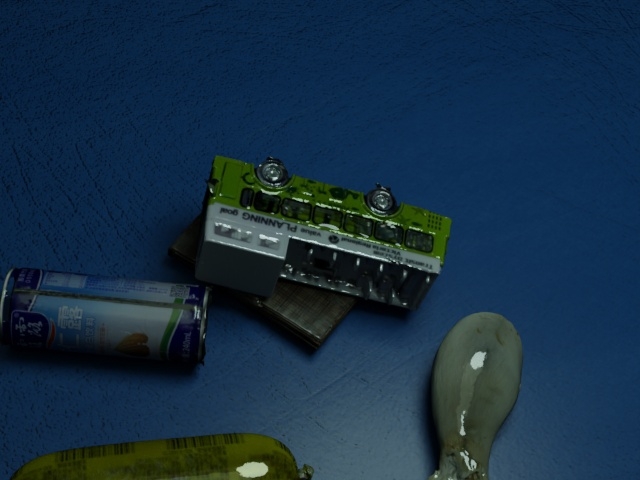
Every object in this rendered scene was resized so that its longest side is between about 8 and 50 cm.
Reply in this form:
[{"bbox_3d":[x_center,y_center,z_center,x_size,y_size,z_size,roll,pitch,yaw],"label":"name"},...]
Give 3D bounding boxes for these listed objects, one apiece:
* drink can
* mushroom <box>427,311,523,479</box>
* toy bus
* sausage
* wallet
[{"bbox_3d":[-0.247,0.088,1.276,0.235,0.097,0.097,6,57,-5],"label":"drink can"},{"bbox_3d":[0.176,0.192,1.267,0.116,0.093,0.225,30,51,-13],"label":"mushroom"},{"bbox_3d":[0.000,0.000,1.316,0.301,0.113,0.139,14,54,-6],"label":"toy bus"},{"bbox_3d":[-0.177,0.272,1.149,0.347,0.123,0.123,-4,58,-9],"label":"sausage"},{"bbox_3d":[-0.066,0.036,1.365,0.230,0.042,0.124,33,53,11],"label":"wallet"}]
